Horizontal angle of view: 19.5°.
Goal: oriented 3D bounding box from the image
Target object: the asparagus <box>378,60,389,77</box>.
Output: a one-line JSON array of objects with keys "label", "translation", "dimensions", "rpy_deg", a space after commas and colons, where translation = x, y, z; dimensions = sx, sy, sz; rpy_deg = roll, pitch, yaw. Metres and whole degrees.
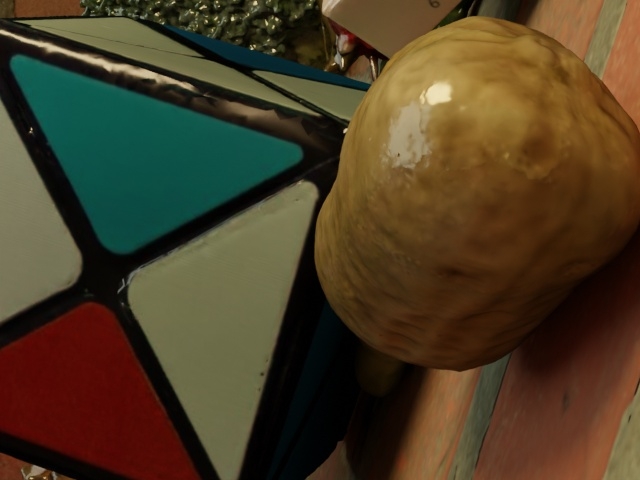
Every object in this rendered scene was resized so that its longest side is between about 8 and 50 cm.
[{"label": "asparagus", "translation": [0.046, -0.108, 1.466], "dimensions": [0.024, 0.025, 0.248], "rpy_deg": [45, 130, 31]}]

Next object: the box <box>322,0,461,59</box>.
[{"label": "box", "translation": [0.096, -0.288, 1.151], "dimensions": [0.200, 0.065, 0.343], "rpy_deg": [-43, 27, 39]}]

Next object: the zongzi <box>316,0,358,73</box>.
[{"label": "zongzi", "translation": [0.024, -0.217, 1.539], "dimensions": [0.260, 0.123, 0.289], "rpy_deg": [112, 167, -71]}]

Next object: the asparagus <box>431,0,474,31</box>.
[{"label": "asparagus", "translation": [0.087, -0.150, 1.246], "dimensions": [0.036, 0.030, 0.165], "rpy_deg": [-113, 39, -62]}]

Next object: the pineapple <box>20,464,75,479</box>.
[{"label": "pineapple", "translation": [-0.140, 0.189, 1.563], "dimensions": [0.357, 0.223, 0.223], "rpy_deg": [-65, 8, 0]}]

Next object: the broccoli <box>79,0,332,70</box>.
[{"label": "broccoli", "translation": [-0.073, -0.255, 1.839], "dimensions": [0.375, 0.302, 0.249], "rpy_deg": [-37, 53, 36]}]

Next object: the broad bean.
[{"label": "broad bean", "translation": [0.040, 0.057, 1.102], "dimensions": [0.083, 0.045, 0.063], "rpy_deg": [103, 173, -60]}]

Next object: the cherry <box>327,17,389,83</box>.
[{"label": "cherry", "translation": [0.043, -0.135, 1.337], "dimensions": [0.107, 0.090, 0.226], "rpy_deg": [-169, 87, -66]}]

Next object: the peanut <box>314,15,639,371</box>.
[{"label": "peanut", "translation": [0.064, -0.015, 0.812], "dimensions": [0.253, 0.122, 0.137], "rpy_deg": [114, 179, -67]}]

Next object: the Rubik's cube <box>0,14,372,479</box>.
[{"label": "Rubik's cube", "translation": [-0.089, 0.006, 1.145], "dimensions": [0.246, 0.250, 0.248], "rpy_deg": [-22, -51, -74]}]
